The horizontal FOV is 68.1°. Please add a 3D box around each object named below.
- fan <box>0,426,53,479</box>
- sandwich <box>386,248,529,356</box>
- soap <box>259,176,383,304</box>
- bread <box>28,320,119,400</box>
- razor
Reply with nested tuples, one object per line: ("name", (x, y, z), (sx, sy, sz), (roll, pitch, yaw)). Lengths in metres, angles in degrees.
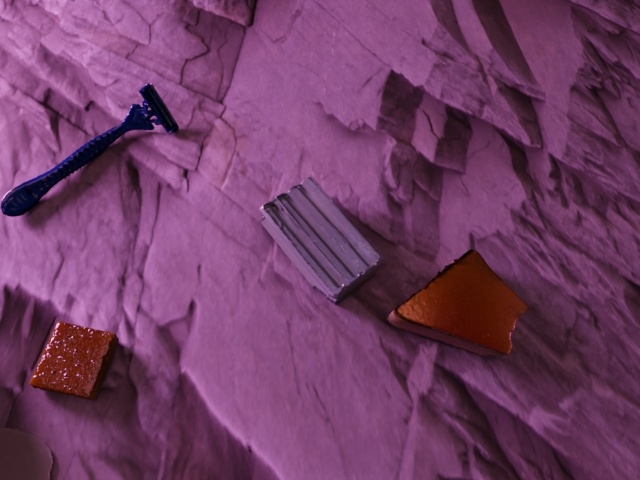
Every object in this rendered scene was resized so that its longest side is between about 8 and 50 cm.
("fan", (-0.496, 0.335, 0.581), (0.309, 0.010, 0.182), (-7, 60, -11))
("sandwich", (0.227, 0.125, 0.754), (0.193, 0.058, 0.162), (-32, 71, -23))
("soap", (0.000, 0.000, 0.787), (0.114, 0.063, 0.198), (-33, 71, -20))
("bread", (-0.347, 0.170, 0.672), (0.090, 0.035, 0.095), (12, 62, -1))
("razor", (-0.405, -0.149, 0.825), (0.324, 0.093, 0.056), (-43, 35, -20))
